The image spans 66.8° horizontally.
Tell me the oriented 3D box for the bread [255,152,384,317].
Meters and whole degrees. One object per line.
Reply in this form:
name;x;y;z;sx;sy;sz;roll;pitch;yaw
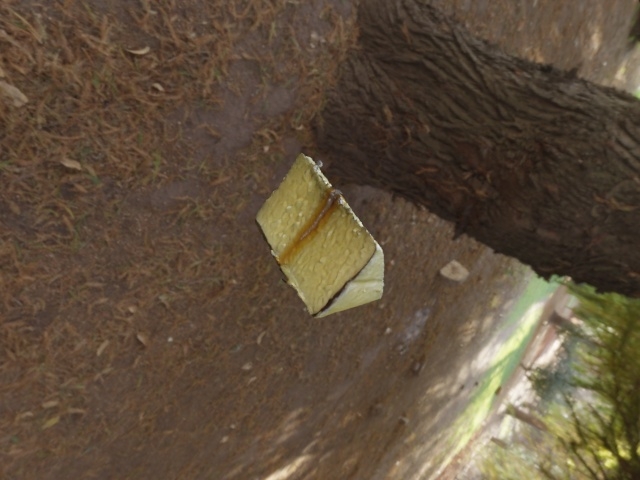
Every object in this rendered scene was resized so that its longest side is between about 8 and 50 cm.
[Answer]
bread;0.000;0.000;0.841;0.178;0.266;0.142;-40;141;9
